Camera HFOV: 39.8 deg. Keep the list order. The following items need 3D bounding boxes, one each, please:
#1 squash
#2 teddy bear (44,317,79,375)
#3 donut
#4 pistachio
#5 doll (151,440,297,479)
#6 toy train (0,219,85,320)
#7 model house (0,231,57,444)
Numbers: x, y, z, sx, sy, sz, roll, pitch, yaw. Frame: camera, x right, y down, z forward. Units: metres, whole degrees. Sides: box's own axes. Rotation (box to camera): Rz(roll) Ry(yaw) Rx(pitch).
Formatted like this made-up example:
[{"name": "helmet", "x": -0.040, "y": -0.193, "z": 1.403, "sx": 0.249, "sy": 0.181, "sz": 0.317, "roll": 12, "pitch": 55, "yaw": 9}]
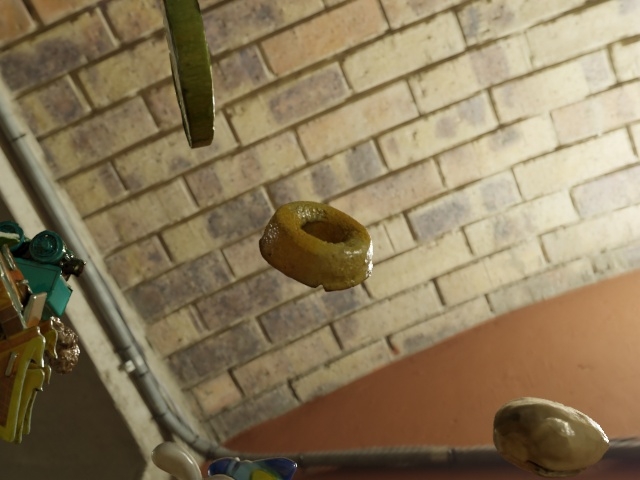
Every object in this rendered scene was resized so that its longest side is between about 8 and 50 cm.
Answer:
[{"name": "squash", "x": -0.168, "y": -0.227, "z": 1.118, "sx": 0.041, "sy": 0.219, "sz": 0.219, "roll": -11, "pitch": -158, "yaw": -9}, {"name": "teddy bear", "x": -0.670, "y": 0.248, "z": 2.005, "sx": 0.246, "sy": 0.296, "sz": 0.222, "roll": -7, "pitch": -141, "yaw": 0}, {"name": "donut", "x": 0.000, "y": 0.000, "z": 1.346, "sx": 0.178, "sy": 0.065, "sz": 0.162, "roll": 19, "pitch": -144, "yaw": 4}, {"name": "pistachio", "x": 0.399, "y": 0.343, "z": 1.537, "sx": 0.152, "sy": 0.223, "sz": 0.126, "roll": -96, "pitch": -151, "yaw": -46}, {"name": "doll", "x": -0.177, "y": 0.615, "z": 2.011, "sx": 0.366, "sy": 0.376, "sz": 0.187, "roll": 3, "pitch": 152, "yaw": -45}, {"name": "toy train", "x": -0.525, "y": 0.056, "z": 1.570, "sx": 0.198, "sy": 0.107, "sz": 0.154, "roll": 14, "pitch": -113, "yaw": 6}, {"name": "model house", "x": -0.570, "y": 0.186, "z": 1.308, "sx": 0.358, "sy": 0.312, "sz": 0.242, "roll": -24, "pitch": -179, "yaw": -10}]
